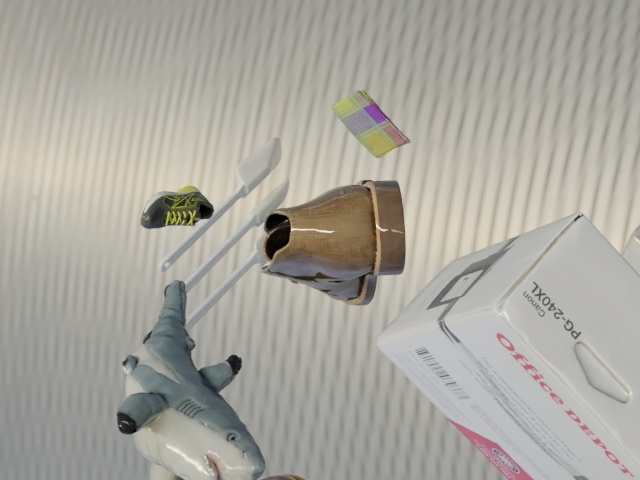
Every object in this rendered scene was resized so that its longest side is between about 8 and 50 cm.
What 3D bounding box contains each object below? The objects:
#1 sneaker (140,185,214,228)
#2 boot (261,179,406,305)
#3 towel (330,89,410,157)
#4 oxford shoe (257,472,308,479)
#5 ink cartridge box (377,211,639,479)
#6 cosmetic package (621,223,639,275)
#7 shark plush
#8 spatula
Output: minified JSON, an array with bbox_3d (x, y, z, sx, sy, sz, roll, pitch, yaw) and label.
[{"bbox_3d":[-0.128,-0.027,1.465,0.035,0.083,0.031,31,124,25],"label":"sneaker"},{"bbox_3d":[0.000,0.000,1.448,0.305,0.115,0.112,118,147,-81],"label":"boot"},{"bbox_3d":[0.054,-0.127,1.773,0.060,0.083,0.009,-26,24,51],"label":"towel"},{"bbox_3d":[-0.176,0.441,2.303,0.364,0.133,0.130,-37,72,5],"label":"oxford shoe"},{"bbox_3d":[0.104,0.057,0.736,0.109,0.063,0.150,46,161,-6],"label":"ink cartridge box"},{"bbox_3d":[0.311,0.084,1.396,0.129,0.153,0.296,35,144,17],"label":"cosmetic package"},{"bbox_3d":[-0.072,0.085,0.909,0.161,0.067,0.073,-104,-3,-63],"label":"shark plush"},{"bbox_3d":[-0.113,-0.002,2.004,0.019,0.242,0.168,27,146,29],"label":"spatula"}]
